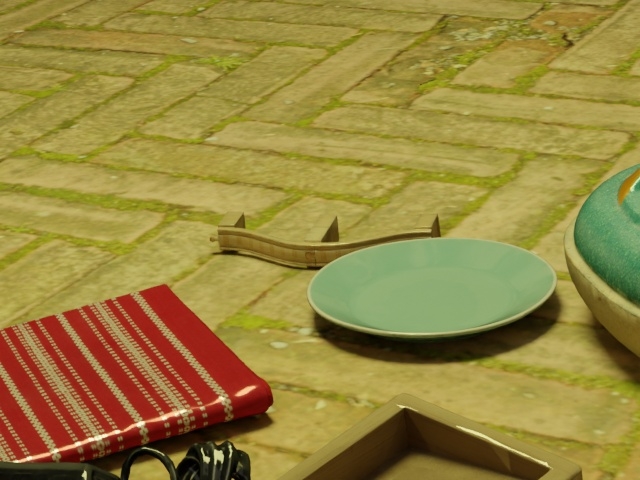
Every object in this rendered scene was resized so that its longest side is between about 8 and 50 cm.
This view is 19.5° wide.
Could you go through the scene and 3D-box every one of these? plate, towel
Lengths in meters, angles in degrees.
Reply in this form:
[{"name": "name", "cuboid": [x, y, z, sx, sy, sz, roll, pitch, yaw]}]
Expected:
[{"name": "plate", "cuboid": [0.084, 0.041, 1.398, 0.188, 0.024, 0.188, -3, 21, 1]}, {"name": "towel", "cuboid": [-0.189, 0.108, 1.277, 0.274, 0.031, 0.199, -15, 25, -21]}]

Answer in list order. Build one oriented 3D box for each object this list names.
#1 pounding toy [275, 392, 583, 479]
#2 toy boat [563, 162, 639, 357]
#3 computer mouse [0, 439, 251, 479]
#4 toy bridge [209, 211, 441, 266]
[{"name": "pounding toy", "cuboid": [0.045, 0.188, 0.942, 0.181, 0.094, 0.206, 20, 38, 40]}, {"name": "toy boat", "cuboid": [0.332, -0.015, 1.317, 0.318, 0.148, 0.267, -8, 21, -7]}, {"name": "computer mouse", "cuboid": [-0.172, 0.186, 0.994, 0.272, 0.072, 0.188, 4, 52, 27]}, {"name": "toy bridge", "cuboid": [0.000, 0.000, 1.518, 0.188, 0.026, 0.063, 1, 23, 14]}]
